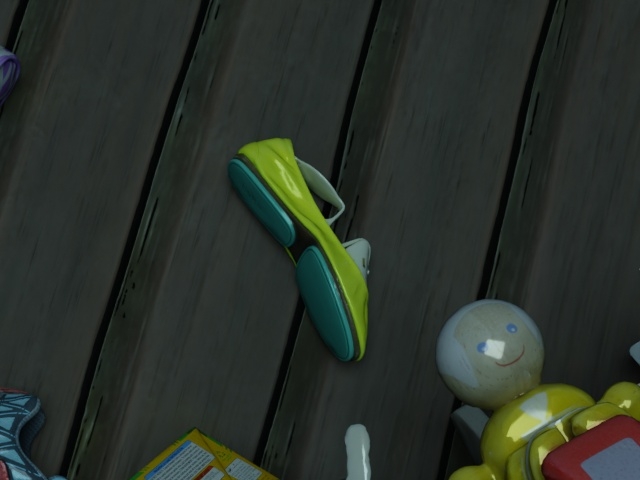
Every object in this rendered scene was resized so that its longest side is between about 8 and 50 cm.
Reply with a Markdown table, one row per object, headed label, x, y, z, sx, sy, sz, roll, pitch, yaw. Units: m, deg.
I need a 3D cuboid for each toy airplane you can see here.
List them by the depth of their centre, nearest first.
| label | x | y | z | sx | sy | sz | roll | pitch | yaw |
| --- | --- | --- | --- | --- | --- | --- | --- | --- | --- |
| toy airplane | 0.171 | 0.167 | 1.254 | 0.386 | 0.384 | 0.272 | -39 | 105 | -54 |

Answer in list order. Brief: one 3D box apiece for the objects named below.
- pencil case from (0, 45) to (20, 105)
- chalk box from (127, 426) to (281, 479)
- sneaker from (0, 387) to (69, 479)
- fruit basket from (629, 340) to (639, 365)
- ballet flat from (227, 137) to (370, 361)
| label | x | y | z | sx | sy | sz | roll | pitch | yaw |
| --- | --- | --- | --- | --- | --- | --- | --- | --- | --- |
| pencil case | -0.382 | -0.183 | 1.469 | 0.206 | 0.086 | 0.088 | 33 | 102 | 7 |
| chalk box | -0.117 | 0.290 | 1.297 | 0.132 | 0.132 | 0.213 | 30 | 114 | 11 |
| sneaker | -0.257 | 0.248 | 1.340 | 0.125 | 0.104 | 0.262 | -14 | 76 | -10 |
| fruit basket | 0.514 | 0.147 | 1.416 | 0.327 | 0.165 | 0.353 | -35 | 63 | -13 |
| ballet flat | 0.000 | 0.000 | 1.447 | 0.077 | 0.077 | 0.231 | -25 | 74 | -27 |
